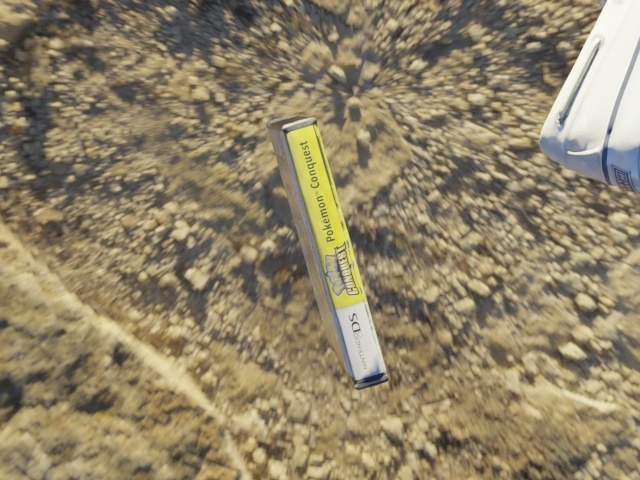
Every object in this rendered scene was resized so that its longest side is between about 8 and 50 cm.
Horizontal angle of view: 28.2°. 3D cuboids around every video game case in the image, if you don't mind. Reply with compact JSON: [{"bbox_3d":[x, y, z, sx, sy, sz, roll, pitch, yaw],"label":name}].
[{"bbox_3d":[0.000,0.000,1.263,0.035,0.275,0.248,-17,97,-4],"label":"video game case"}]

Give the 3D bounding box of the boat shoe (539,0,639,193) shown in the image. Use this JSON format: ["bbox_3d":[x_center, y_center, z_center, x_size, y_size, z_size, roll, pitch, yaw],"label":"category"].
[{"bbox_3d":[0.282,-0.226,1.110,0.156,0.136,0.367,20,87,35],"label":"boat shoe"}]
